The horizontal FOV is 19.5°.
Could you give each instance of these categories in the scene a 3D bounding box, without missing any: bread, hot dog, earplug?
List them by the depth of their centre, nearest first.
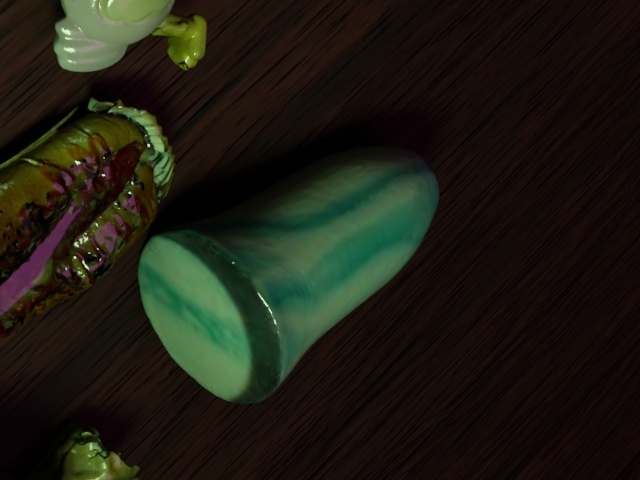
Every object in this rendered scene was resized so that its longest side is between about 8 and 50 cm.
[{"bbox_3d":[-0.234,-0.009,1.586,0.270,0.082,0.162,-40,145,-23],"label":"hot dog"},{"bbox_3d":[-0.284,0.298,1.778,0.087,0.098,0.269,41,83,-17],"label":"bread"},{"bbox_3d":[0.000,0.000,1.813,0.324,0.185,0.185,-35,141,-37],"label":"earplug"}]

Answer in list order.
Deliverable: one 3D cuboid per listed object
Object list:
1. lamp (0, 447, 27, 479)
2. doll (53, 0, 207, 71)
[{"bbox_3d":[-0.321,0.278,1.599,0.247,0.247,0.247,-31,139,-32],"label":"lamp"},{"bbox_3d":[-0.217,-0.213,1.423,0.365,0.094,0.160,4,112,-53],"label":"doll"}]
